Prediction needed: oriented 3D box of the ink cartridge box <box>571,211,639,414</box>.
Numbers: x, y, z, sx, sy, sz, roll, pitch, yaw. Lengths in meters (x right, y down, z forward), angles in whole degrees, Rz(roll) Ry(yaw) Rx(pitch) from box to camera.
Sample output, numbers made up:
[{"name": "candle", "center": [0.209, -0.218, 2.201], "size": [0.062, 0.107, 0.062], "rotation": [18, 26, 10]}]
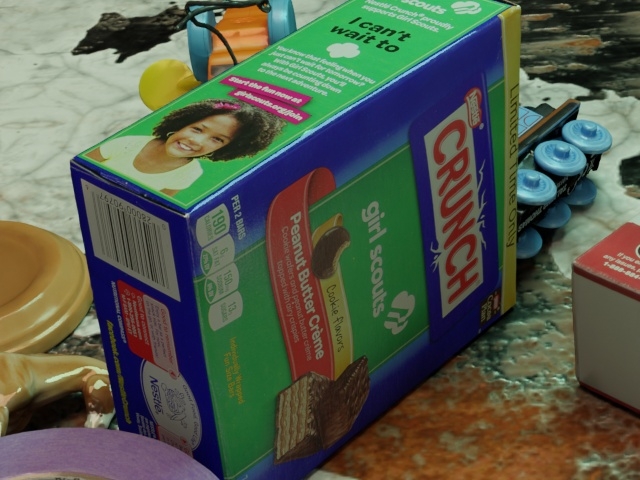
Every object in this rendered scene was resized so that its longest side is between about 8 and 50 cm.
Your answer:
[{"name": "ink cartridge box", "center": [0.338, 0.028, 1.173], "size": [0.273, 0.114, 0.197], "rotation": [-32, 40, -32]}]

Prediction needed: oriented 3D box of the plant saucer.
[{"name": "plant saucer", "center": [-0.285, 0.041, 1.360], "size": [0.200, 0.037, 0.200], "rotation": [-6, 35, 4]}]

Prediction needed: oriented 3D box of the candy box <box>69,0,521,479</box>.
[{"name": "candy box", "center": [0.000, 0.000, 1.151], "size": [0.122, 0.268, 0.317], "rotation": [25, 46, 35]}]

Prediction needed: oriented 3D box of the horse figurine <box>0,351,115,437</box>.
[{"name": "horse figurine", "center": [-0.286, 0.120, 1.220], "size": [0.263, 0.066, 0.174], "rotation": [11, 44, 22]}]

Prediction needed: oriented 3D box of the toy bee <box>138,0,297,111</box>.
[{"name": "toy bee", "center": [-0.078, -0.137, 1.506], "size": [0.195, 0.162, 0.298], "rotation": [0, 9, 26]}]

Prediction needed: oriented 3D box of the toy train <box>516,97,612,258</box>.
[{"name": "toy train", "center": [0.160, -0.058, 1.346], "size": [0.105, 0.080, 0.184], "rotation": [29, 42, 22]}]

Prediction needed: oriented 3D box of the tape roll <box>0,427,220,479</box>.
[{"name": "tape roll", "center": [-0.172, 0.235, 1.004], "size": [0.275, 0.090, 0.275], "rotation": [-5, 34, 3]}]
